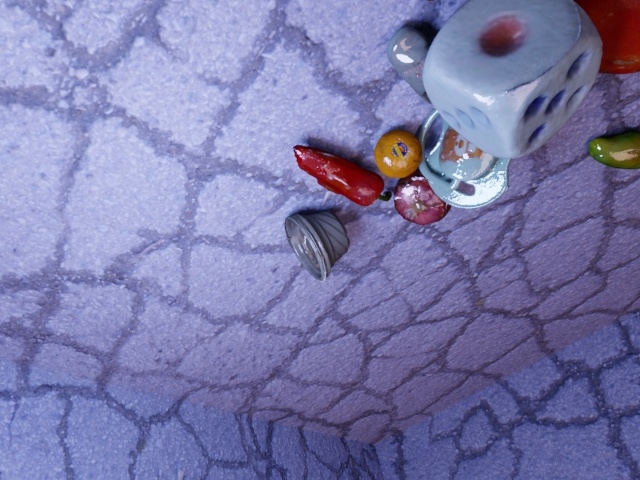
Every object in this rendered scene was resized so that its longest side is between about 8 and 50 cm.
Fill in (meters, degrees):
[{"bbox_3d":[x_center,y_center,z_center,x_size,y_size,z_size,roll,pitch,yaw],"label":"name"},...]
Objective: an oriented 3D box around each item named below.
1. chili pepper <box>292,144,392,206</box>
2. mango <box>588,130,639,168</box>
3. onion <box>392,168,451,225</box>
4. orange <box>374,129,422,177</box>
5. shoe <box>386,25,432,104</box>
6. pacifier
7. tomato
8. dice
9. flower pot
[{"bbox_3d":[0.074,-0.181,1.341,0.388,0.110,0.110,23,126,-31],"label":"chili pepper"},{"bbox_3d":[0.973,-0.289,1.486,0.233,0.111,0.125,9,120,-8],"label":"mango"},{"bbox_3d":[0.319,-0.139,1.446,0.184,0.147,0.183,10,115,22],"label":"onion"},{"bbox_3d":[0.217,-0.240,1.307,0.136,0.135,0.117,-19,172,4],"label":"orange"},{"bbox_3d":[0.262,-0.414,1.154,0.103,0.100,0.251,-38,135,25],"label":"shoe"},{"bbox_3d":[0.432,-0.265,1.306,0.269,0.288,0.343,-14,128,-54],"label":"pacifier"},{"bbox_3d":[0.660,-0.530,0.985,0.325,0.293,0.290,24,172,2],"label":"tomato"},{"bbox_3d":[0.407,-0.361,1.021,0.264,0.268,0.262,-45,149,4],"label":"dice"},{"bbox_3d":[0.000,0.000,1.456,0.141,0.235,0.235,-27,141,-20],"label":"flower pot"}]
